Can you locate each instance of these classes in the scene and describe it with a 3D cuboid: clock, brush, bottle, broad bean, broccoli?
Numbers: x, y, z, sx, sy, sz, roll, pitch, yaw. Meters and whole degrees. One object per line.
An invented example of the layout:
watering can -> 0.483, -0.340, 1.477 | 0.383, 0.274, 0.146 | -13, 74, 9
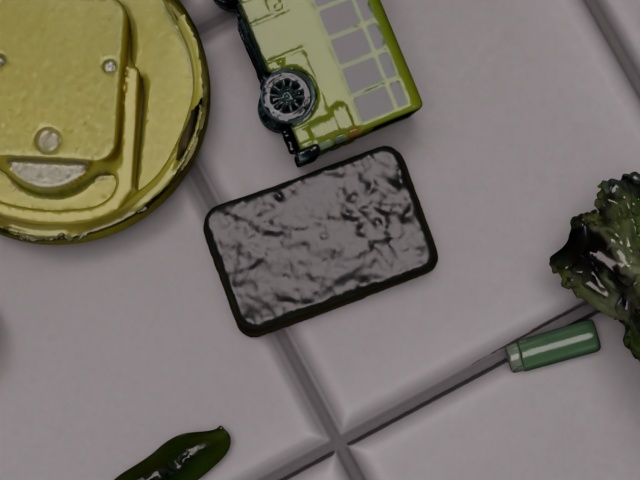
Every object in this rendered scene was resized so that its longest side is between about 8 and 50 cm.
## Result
clock -> -0.238, -0.136, 1.789 | 0.277, 0.071, 0.293 | 9, 78, 3
brush -> 0.000, 0.000, 1.769 | 0.197, 0.059, 0.123 | -21, 84, -1
bottle -> 0.209, 0.096, 1.764 | 0.083, 0.030, 0.030 | -16, 82, 1
broad bean -> -0.169, 0.248, 1.754 | 0.069, 0.039, 0.227 | 36, 86, 12
broccoli -> 0.312, 0.070, 1.642 | 0.145, 0.304, 0.165 | -41, 124, 14

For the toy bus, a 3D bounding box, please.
toy bus -> -0.014, -0.210, 1.753 | 0.150, 0.128, 0.262 | -22, 90, -2
